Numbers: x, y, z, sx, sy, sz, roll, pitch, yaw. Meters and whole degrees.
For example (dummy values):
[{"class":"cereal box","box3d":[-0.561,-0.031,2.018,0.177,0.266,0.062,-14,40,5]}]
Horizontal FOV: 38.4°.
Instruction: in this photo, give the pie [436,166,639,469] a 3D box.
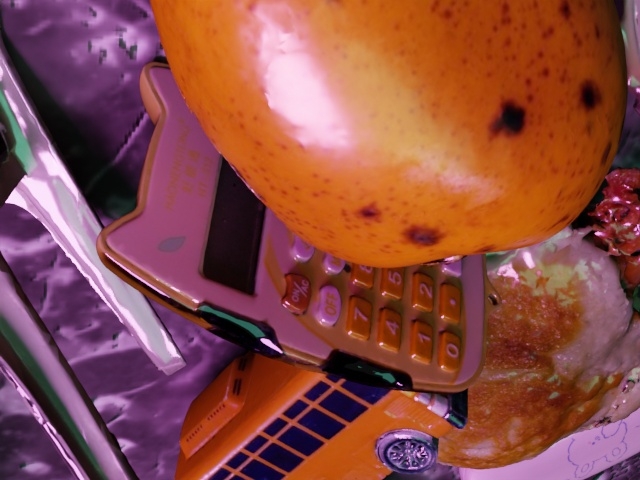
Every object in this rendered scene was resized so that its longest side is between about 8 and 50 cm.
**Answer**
[{"class":"pie","box3d":[0.119,0.064,0.659,0.257,0.105,0.274,-7,128,-1]}]

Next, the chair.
[{"class":"chair","box3d":[-0.203,0.013,0.399,0.203,0.190,0.275,-29,105,-2]}]

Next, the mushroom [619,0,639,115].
[{"class":"mushroom","box3d":[0.281,-0.191,0.494,0.236,0.173,0.162,-11,106,32]}]

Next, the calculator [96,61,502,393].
[{"class":"calculator","box3d":[0.000,0.000,0.497,0.236,0.157,0.033,21,143,-20]}]

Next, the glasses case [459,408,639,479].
[{"class":"glasses case","box3d":[0.231,0.165,0.809,0.233,0.059,0.092,-22,134,-7]}]

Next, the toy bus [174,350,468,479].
[{"class":"toy bus","box3d":[-0.007,0.111,0.585,0.114,0.098,0.201,33,126,-17]}]

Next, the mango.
[{"class":"mango","box3d":[0.023,-0.104,0.417,0.191,0.160,0.290,-40,119,-10]}]
